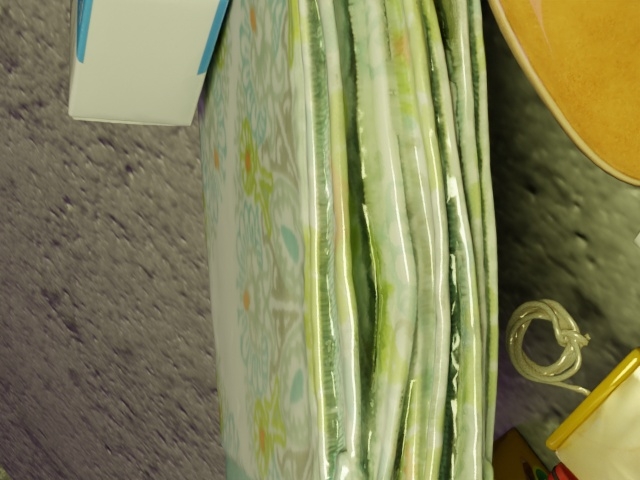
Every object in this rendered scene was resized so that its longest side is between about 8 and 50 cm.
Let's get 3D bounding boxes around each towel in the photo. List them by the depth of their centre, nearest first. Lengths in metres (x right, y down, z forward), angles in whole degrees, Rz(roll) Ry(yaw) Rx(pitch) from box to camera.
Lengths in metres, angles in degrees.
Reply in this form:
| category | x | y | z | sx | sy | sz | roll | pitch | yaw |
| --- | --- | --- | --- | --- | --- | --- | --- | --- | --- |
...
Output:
| category | x | y | z | sx | sy | sz | roll | pitch | yaw |
| --- | --- | --- | --- | --- | --- | --- | --- | --- | --- |
| towel | 0.000 | 0.000 | 0.701 | 0.374 | 0.090 | 0.321 | 170 | 98 | -76 |

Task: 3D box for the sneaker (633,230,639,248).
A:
| category | x | y | z | sx | sy | sz | roll | pitch | yaw |
| --- | --- | --- | --- | --- | --- | --- | --- | --- | --- |
| sneaker | 0.246 | -0.011 | 0.479 | 0.169 | 0.108 | 0.292 | 48 | 161 | 12 |

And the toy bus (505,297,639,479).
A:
| category | x | y | z | sx | sy | sz | roll | pitch | yaw |
| --- | --- | --- | --- | --- | --- | --- | --- | --- | --- |
| toy bus | 0.205 | 0.131 | 0.679 | 0.191 | 0.104 | 0.202 | -1 | 88 | 25 |

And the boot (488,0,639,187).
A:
| category | x | y | z | sx | sy | sz | roll | pitch | yaw |
| --- | --- | --- | --- | --- | --- | --- | --- | --- | --- |
| boot | 0.146 | -0.156 | 0.462 | 0.211 | 0.104 | 0.295 | 6 | 119 | 63 |

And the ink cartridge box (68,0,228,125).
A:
| category | x | y | z | sx | sy | sz | roll | pitch | yaw |
| --- | --- | --- | --- | --- | --- | --- | --- | --- | --- |
| ink cartridge box | -0.107 | -0.186 | 0.765 | 0.140 | 0.082 | 0.191 | 120 | 151 | -60 |

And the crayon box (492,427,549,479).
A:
| category | x | y | z | sx | sy | sz | roll | pitch | yaw |
| --- | --- | --- | --- | --- | --- | --- | --- | --- | --- |
| crayon box | 0.134 | 0.239 | 0.793 | 0.081 | 0.318 | 0.202 | -40 | 83 | 17 |
